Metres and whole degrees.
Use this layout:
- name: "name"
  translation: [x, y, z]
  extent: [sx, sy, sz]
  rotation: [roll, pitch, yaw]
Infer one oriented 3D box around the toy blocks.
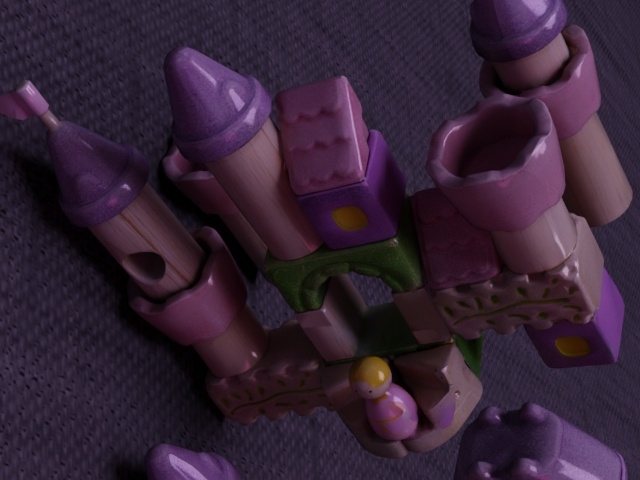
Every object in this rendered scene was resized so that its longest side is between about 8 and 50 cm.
- name: "toy blocks"
  translation: [0.000, 0.000, 0.692]
  extent: [0.260, 0.288, 0.309]
  rotation: [56, 34, -38]
